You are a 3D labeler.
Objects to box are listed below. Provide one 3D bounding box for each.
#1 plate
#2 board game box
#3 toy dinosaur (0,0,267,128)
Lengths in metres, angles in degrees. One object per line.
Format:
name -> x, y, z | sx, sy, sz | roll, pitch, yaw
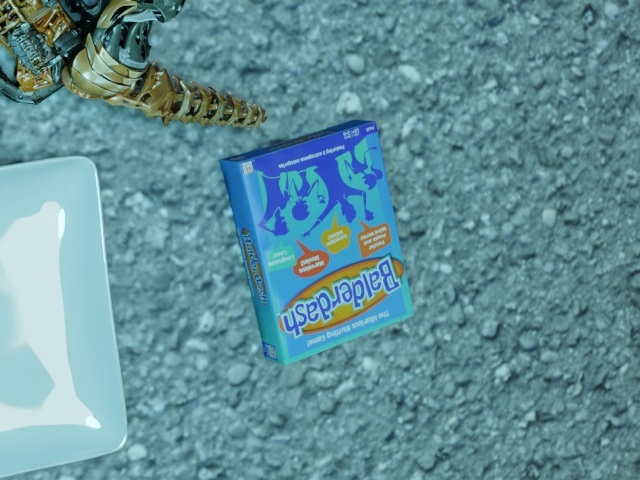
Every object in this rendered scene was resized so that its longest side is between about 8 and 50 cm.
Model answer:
plate -> -0.316, 0.077, 1.100 | 0.277, 0.045, 0.278 | -10, 101, -28
board game box -> 0.000, 0.000, 1.270 | 0.160, 0.047, 0.210 | -20, 106, -27
toy dinosaur -> -0.187, -0.200, 1.110 | 0.322, 0.164, 0.218 | 30, 95, -47
